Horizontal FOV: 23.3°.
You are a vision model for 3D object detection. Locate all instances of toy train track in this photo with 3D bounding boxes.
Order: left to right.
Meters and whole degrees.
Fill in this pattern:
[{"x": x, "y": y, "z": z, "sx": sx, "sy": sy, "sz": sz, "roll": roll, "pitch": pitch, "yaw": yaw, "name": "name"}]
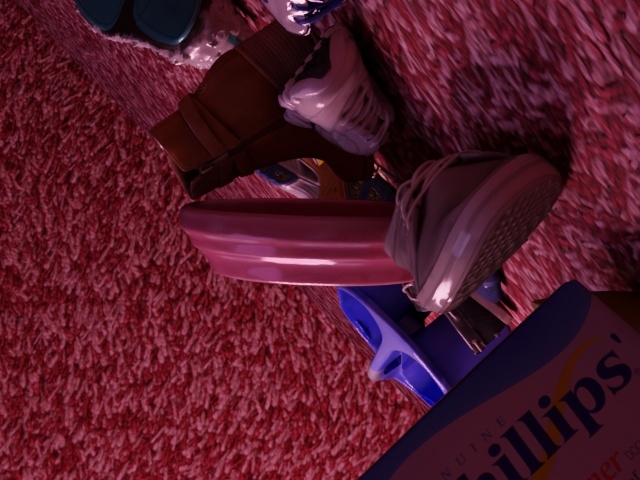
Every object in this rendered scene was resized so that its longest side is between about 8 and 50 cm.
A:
[{"x": 0.080, "y": -0.084, "z": 2.015, "sx": 0.048, "sy": 0.014, "sz": 0.083, "roll": 52, "pitch": 171, "yaw": -36, "name": "toy train track"}]

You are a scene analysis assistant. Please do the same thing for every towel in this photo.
[{"x": 0.195, "y": 0.032, "z": 1.914, "sx": 0.067, "sy": 0.029, "sz": 0.119, "roll": 44, "pitch": 171, "yaw": 25, "name": "towel"}]

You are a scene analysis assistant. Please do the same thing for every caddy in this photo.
[{"x": 0.135, "y": 0.136, "z": 2.229, "sx": 0.241, "sy": 0.179, "sz": 0.341, "roll": 46, "pitch": 173, "yaw": 12, "name": "caddy"}]

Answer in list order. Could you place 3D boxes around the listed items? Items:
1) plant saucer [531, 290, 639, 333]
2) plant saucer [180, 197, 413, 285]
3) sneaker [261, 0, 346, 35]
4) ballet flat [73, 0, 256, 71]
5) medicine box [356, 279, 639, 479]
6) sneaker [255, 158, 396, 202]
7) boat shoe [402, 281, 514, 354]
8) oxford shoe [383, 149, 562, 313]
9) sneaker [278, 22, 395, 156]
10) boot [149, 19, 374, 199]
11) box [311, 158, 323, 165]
[{"x": 0.373, "y": 0.166, "z": 1.413, "sx": 0.333, "sy": 0.081, "sz": 0.333, "roll": 49, "pitch": 172, "yaw": -11, "name": "plant saucer"}, {"x": 0.000, "y": 0.000, "z": 1.835, "sx": 0.332, "sy": 0.332, "sz": 0.084, "roll": -160, "pitch": 70, "yaw": -74, "name": "plant saucer"}, {"x": -0.006, "y": -0.251, "z": 1.278, "sx": 0.182, "sy": 0.127, "sz": 0.315, "roll": 48, "pitch": -179, "yaw": -34, "name": "sneaker"}, {"x": -0.213, "y": -0.309, "z": 2.087, "sx": 0.409, "sy": 0.147, "sz": 0.147, "roll": 38, "pitch": 169, "yaw": 49, "name": "ballet flat"}, {"x": 0.222, "y": 0.231, "z": 1.276, "sx": 0.289, "sy": 0.263, "sz": 0.149, "roll": 43, "pitch": 171, "yaw": 26, "name": "medicine box"}, {"x": 0.031, "y": -0.070, "z": 2.134, "sx": 0.296, "sy": 0.112, "sz": 0.131, "roll": 44, "pitch": -167, "yaw": 16, "name": "sneaker"}, {"x": 0.139, "y": 0.054, "z": 2.011, "sx": 0.233, "sy": 0.079, "sz": 0.084, "roll": 39, "pitch": -167, "yaw": -3, "name": "boat shoe"}, {"x": 0.132, "y": -0.021, "z": 1.505, "sx": 0.130, "sy": 0.169, "sz": 0.449, "roll": 48, "pitch": 178, "yaw": 5, "name": "oxford shoe"}, {"x": 0.028, "y": -0.152, "z": 1.663, "sx": 0.118, "sy": 0.110, "sz": 0.292, "roll": 39, "pitch": 180, "yaw": 3, "name": "sneaker"}, {"x": -0.065, "y": -0.113, "z": 1.873, "sx": 0.109, "sy": 0.220, "sz": 0.283, "roll": 44, "pitch": 172, "yaw": 38, "name": "boot"}, {"x": -0.042, "y": -0.177, "z": 2.042, "sx": 0.169, "sy": 0.059, "sz": 0.054, "roll": 44, "pitch": 174, "yaw": 27, "name": "box"}]
